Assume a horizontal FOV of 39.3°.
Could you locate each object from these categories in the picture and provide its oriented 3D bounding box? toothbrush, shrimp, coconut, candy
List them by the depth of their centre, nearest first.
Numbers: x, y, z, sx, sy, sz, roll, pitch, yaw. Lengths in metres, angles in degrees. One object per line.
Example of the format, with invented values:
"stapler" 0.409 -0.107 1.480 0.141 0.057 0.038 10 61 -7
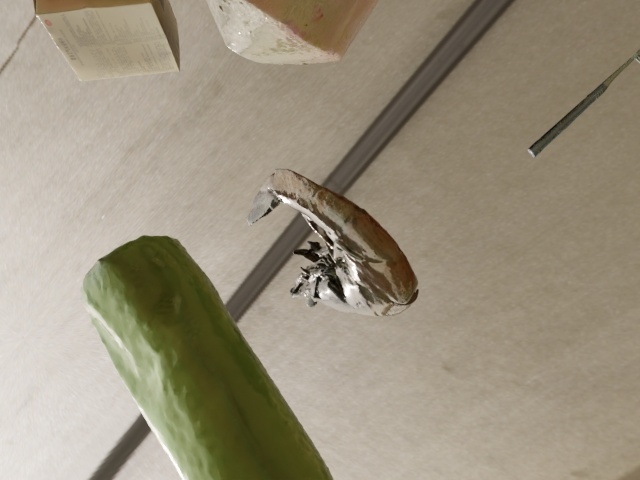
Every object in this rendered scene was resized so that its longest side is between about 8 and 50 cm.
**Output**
"shrimp" -0.006 0.005 0.905 0.075 0.289 0.178 -40 -79 -11
"candy" -0.116 0.155 0.910 0.132 0.142 0.344 -32 -103 -11
"toothbrush" 0.365 -0.189 1.199 0.219 0.016 0.019 -42 -112 6
"coconut" -0.049 -0.434 1.462 0.297 0.297 0.309 37 -77 -11

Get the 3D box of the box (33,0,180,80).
"box" -0.310 -0.327 1.326 0.168 0.212 0.095 -8 -106 0
